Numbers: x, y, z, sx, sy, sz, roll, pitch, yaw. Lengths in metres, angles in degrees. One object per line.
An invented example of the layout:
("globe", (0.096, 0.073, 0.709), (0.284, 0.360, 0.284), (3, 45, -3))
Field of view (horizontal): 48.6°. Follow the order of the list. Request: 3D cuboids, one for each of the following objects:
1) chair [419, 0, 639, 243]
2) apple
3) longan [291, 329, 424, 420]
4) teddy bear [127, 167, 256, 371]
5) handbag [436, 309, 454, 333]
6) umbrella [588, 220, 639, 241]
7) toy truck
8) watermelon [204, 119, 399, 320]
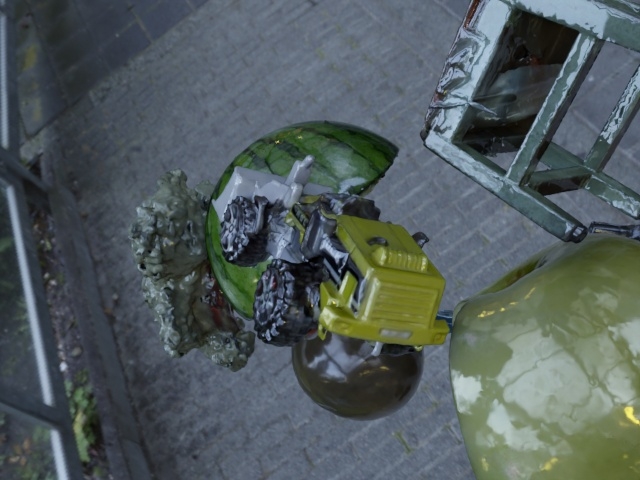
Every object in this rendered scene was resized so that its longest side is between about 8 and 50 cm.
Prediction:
("chair", (0.136, -0.133, 0.521), (0.270, 0.136, 0.147), (41, 124, 31))
("apple", (0.248, 0.130, 0.623), (0.233, 0.295, 0.258), (-35, 81, 14))
("longan", (0.081, 0.243, 1.499), (0.297, 0.297, 0.297), (-14, 54, 20))
("teddy bear", (-0.236, 0.041, 1.340), (0.224, 0.367, 0.358), (5, 69, 9))
("handbag", (0.381, 0.216, 1.863), (0.179, 0.229, 0.062), (3, 88, 52))
("umbrella", (0.767, 0.001, 1.579), (0.339, 0.118, 0.118), (9, 59, -2))
("toy truck", (0.000, 0.000, 0.582), (0.286, 0.136, 0.111), (49, 123, 56))
("watermelon", (-0.054, -0.062, 1.024), (0.189, 0.331, 0.331), (37, 77, -4))
